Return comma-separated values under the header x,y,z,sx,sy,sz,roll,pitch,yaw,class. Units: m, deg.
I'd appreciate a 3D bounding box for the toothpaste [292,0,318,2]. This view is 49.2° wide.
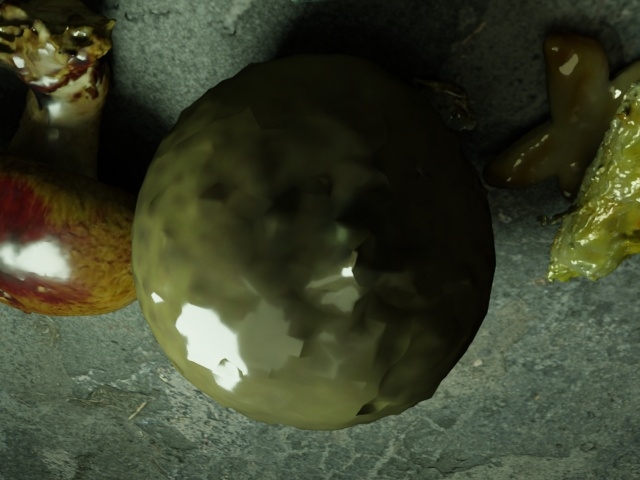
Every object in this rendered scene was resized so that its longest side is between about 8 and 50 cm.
x,y,z,sx,sy,sz,roll,pitch,yaw,class
0.069,-0.265,0.682,0.269,0.047,0.069,0,116,12,toothpaste

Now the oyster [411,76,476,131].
x,y,z,sx,sy,sz,roll,pitch,yaw,class
0.143,-0.157,0.787,0.051,0.034,0.093,0,149,37,oyster

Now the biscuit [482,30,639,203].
x,y,z,sx,sy,sz,roll,pitch,yaw,class
0.287,-0.125,0.770,0.164,0.047,0.207,13,136,-3,biscuit

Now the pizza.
x,y,z,sx,sy,sz,roll,pitch,yaw,class
0.369,-0.029,0.776,0.280,0.075,0.287,15,134,-22,pizza

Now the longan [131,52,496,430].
x,y,z,sx,sy,sz,roll,pitch,yaw,class
0.000,0.000,0.740,0.391,0.391,0.391,7,137,7,longan

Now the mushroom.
x,y,z,sx,sy,sz,roll,pitch,yaw,class
-0.350,-0.083,0.883,0.331,0.356,0.334,-1,172,12,mushroom
